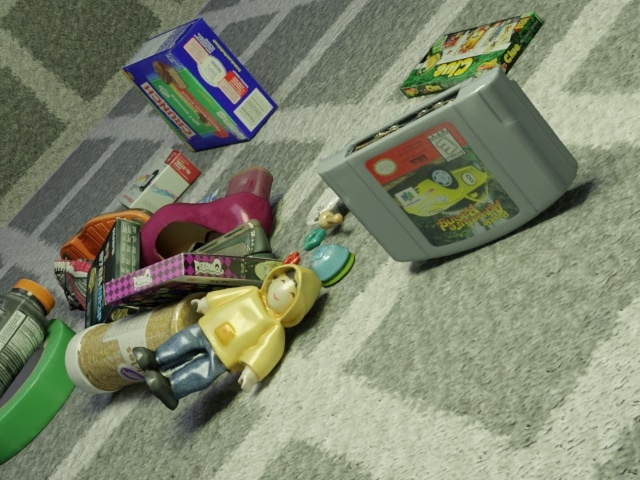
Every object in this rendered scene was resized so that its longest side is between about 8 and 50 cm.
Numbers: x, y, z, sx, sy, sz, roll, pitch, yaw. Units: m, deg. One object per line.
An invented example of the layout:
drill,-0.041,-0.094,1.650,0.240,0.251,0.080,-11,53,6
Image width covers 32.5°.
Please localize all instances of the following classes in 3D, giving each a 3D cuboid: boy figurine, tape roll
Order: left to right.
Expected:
tape roll,-0.603,0.303,2.202,0.321,0.077,0.321,-38,23,20
boy figurine,-0.120,0.136,1.587,0.285,0.092,0.177,-30,54,3

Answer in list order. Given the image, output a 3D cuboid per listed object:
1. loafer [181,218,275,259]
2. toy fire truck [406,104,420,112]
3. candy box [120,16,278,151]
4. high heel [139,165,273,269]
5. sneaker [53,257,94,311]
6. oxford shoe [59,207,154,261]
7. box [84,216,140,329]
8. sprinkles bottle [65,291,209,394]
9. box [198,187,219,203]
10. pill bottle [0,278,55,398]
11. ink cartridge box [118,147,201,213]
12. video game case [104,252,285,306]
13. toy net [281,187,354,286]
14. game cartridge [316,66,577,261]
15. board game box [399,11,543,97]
loafer,-0.182,0.030,1.891,0.268,0.084,0.096,-16,-9,40
toy fire truck,0.144,-0.151,1.720,0.135,0.047,0.192,-55,25,-21
candy box,-0.284,-0.348,2.511,0.122,0.268,0.317,-50,22,-20
high heel,-0.237,0.008,2.024,0.377,0.127,0.181,-35,31,35
sneaker,-0.509,0.099,2.349,0.299,0.121,0.112,175,105,-68
oxford shoe,-0.454,-0.025,2.448,0.364,0.130,0.132,-17,29,49
box,-0.396,0.095,2.087,0.175,0.051,0.220,-54,31,38
sprinkles bottle,-0.287,0.174,1.813,0.355,0.121,0.121,-20,34,47
box,-0.263,-0.020,2.207,0.178,0.042,0.109,-35,25,24
pill bottle,-0.622,0.193,2.153,0.130,0.130,0.245,-17,35,49
ink cartridge box,-0.372,-0.123,2.535,0.175,0.072,0.127,-48,23,-8
video game case,-0.196,0.068,1.753,0.232,0.210,0.041,-19,71,46
toy net,0.000,0.000,1.722,0.122,0.045,0.232,-36,22,26
game cartridge,0.159,-0.079,1.373,0.294,0.196,0.060,-26,29,39
board game box,0.246,-0.306,1.836,0.136,0.030,0.260,-55,24,-18
